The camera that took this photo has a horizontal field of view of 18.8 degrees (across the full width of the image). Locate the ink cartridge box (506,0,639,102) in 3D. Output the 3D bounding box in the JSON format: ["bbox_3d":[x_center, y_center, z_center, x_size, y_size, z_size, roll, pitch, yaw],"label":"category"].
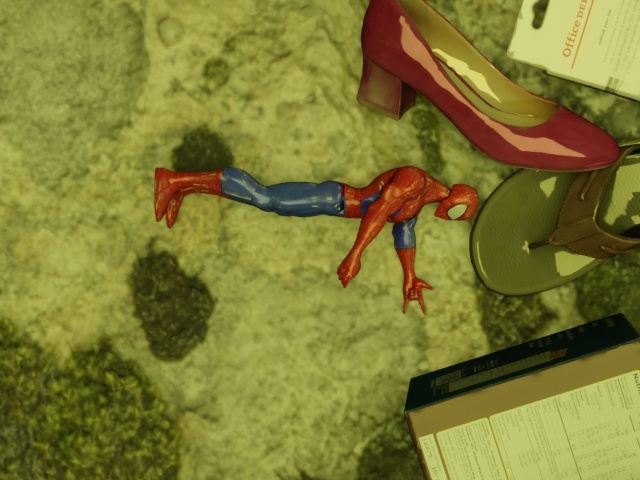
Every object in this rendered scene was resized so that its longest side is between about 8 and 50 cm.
[{"bbox_3d":[0.260,-0.180,1.679,0.180,0.060,0.104,18,95,3],"label":"ink cartridge box"}]

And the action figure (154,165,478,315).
[{"bbox_3d":[0.000,0.000,1.696,0.280,0.091,0.139,-3,87,5],"label":"action figure"}]

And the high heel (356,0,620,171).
[{"bbox_3d":[0.148,-0.141,1.659,0.244,0.082,0.117,22,125,18],"label":"high heel"}]

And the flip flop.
[{"bbox_3d":[0.261,-0.030,1.678,0.277,0.080,0.112,-16,92,5],"label":"flip flop"}]

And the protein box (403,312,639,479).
[{"bbox_3d":[0.188,0.163,1.635,0.201,0.200,0.136,-18,92,5],"label":"protein box"}]
